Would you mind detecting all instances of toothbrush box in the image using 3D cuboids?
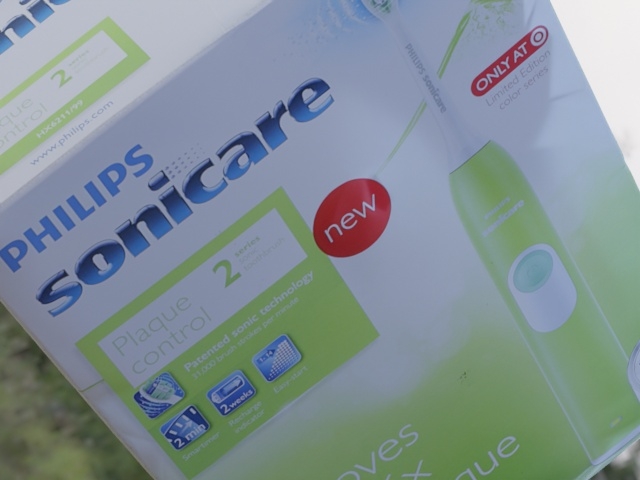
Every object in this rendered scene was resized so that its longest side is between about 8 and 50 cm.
[{"bbox_3d":[0.000,0.000,0.720,0.122,0.206,0.283,45,-10,49],"label":"toothbrush box"}]
